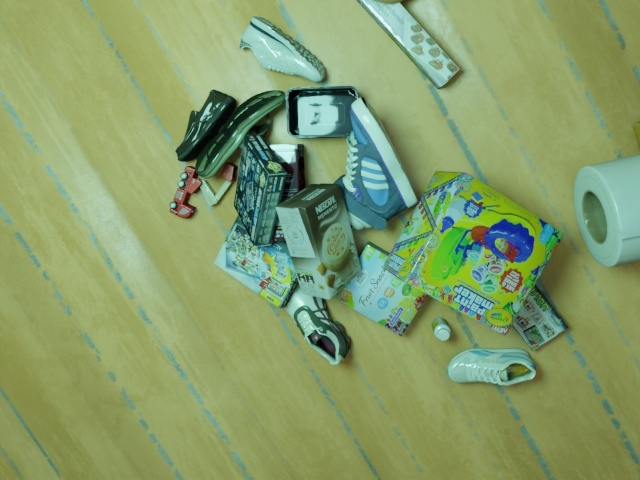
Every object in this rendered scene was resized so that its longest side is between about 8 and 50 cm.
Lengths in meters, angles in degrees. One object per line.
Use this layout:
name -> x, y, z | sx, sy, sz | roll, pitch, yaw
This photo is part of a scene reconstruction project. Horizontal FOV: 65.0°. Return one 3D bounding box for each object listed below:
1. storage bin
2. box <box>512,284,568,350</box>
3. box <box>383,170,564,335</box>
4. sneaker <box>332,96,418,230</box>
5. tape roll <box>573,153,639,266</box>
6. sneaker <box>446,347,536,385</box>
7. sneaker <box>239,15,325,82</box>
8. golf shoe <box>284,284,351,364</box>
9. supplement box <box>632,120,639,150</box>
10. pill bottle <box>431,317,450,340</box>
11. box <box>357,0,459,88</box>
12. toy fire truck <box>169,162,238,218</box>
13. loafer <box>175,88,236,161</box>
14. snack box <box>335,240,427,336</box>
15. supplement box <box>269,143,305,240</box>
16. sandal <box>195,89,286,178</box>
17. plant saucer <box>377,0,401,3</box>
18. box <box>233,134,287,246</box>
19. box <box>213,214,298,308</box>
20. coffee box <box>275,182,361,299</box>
storage bin -> 0.008, -0.324, 1.276 | 0.180, 0.084, 0.122 | 0, 100, 7
box -> 0.546, 0.180, 1.335 | 0.114, 0.036, 0.207 | -38, 94, 11
box -> 0.358, 0.025, 1.209 | 0.290, 0.177, 0.279 | 27, 93, -13
sneaker -> 0.078, -0.161, 1.236 | 0.236, 0.130, 0.323 | -25, 123, 15
tape roll -> 0.722, -0.073, 1.168 | 0.169, 0.246, 0.246 | -12, 99, 9
sneaker -> 0.455, 0.342, 1.346 | 0.228, 0.092, 0.087 | -10, 101, 9
sneaker -> -0.094, -0.463, 1.271 | 0.235, 0.090, 0.095 | 37, 114, 2
golf shoe -> -0.019, 0.216, 1.359 | 0.105, 0.120, 0.273 | -43, 92, 13
supplement box -> 0.841, -0.187, 1.219 | 0.080, 0.078, 0.233 | -22, 98, 9
pill bottle -> 0.324, 0.239, 1.344 | 0.043, 0.083, 0.043 | 1, 100, 6
box -> 0.207, -0.512, 1.232 | 0.063, 0.067, 0.324 | -43, 94, 11
toy fire truck -> -0.316, -0.137, 1.361 | 0.135, 0.047, 0.192 | 24, 101, 2
loafer -> -0.312, -0.303, 1.323 | 0.078, 0.080, 0.220 | 42, 96, 7
snack box -> 0.171, 0.128, 1.348 | 0.207, 0.070, 0.174 | 30, 101, 2
supplement box -> -0.080, -0.128, 1.297 | 0.073, 0.130, 0.239 | 0, 101, 5
sandal -> -0.200, -0.272, 1.300 | 0.303, 0.120, 0.086 | -46, 126, 5
plant saucer -> 0.149, -0.657, 1.179 | 0.200, 0.037, 0.200 | 3, 79, -16
box -> -0.156, -0.123, 1.249 | 0.051, 0.175, 0.220 | -7, 133, -27
box -> -0.156, 0.052, 1.345 | 0.233, 0.044, 0.159 | 32, 100, 17
coffee box -> 0.000, 0.000, 1.233 | 0.098, 0.141, 0.247 | 7, 124, 41
